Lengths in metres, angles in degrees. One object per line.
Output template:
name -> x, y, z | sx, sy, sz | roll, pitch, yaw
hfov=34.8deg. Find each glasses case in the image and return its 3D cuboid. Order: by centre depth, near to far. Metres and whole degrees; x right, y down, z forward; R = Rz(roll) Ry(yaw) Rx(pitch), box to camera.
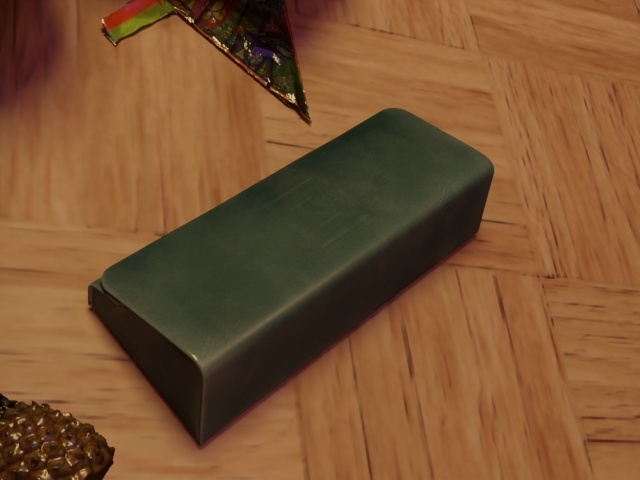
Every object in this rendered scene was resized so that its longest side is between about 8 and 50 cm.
glasses case -> 0.000, 0.000, 0.608 | 0.266, 0.056, 0.105 | -34, 81, -39

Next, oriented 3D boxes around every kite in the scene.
kite -> -0.079, -0.176, 0.705 | 0.241, 0.014, 0.183 | 45, 51, 2

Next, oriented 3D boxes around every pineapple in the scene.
pineapple -> -0.157, 0.080, 0.477 | 0.124, 0.058, 0.058 | 39, 49, 7

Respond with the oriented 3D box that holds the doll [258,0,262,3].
doll -> -0.087, -0.280, 0.684 | 0.257, 0.161, 0.215 | 48, 32, -7
